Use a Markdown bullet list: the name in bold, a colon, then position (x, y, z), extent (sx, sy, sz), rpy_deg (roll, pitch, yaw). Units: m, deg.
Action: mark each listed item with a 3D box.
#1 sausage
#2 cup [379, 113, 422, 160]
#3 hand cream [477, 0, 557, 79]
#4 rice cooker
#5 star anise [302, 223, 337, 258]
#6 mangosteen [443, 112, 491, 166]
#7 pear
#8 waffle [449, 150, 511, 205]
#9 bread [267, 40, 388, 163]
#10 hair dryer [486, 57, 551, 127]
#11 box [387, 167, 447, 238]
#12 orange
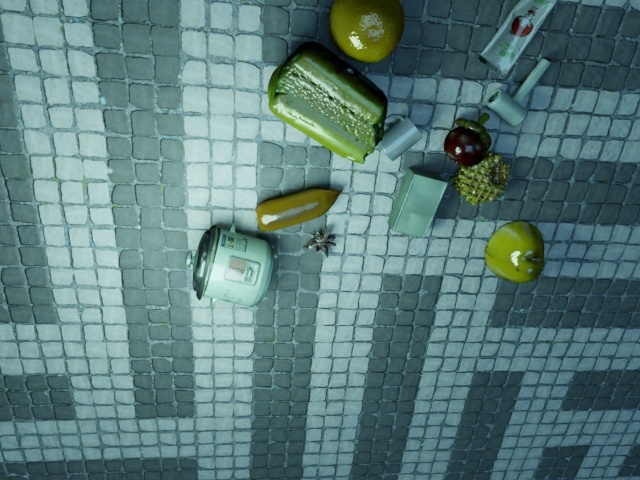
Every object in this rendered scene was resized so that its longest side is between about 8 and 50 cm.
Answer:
- **sausage**: position (-0.069, -0.118, 1.637), extent (0.328, 0.112, 0.112), rpy_deg (-16, 116, -1)
- **cup**: position (0.251, -0.357, 1.563), extent (0.133, 0.099, 0.136), rpy_deg (-38, 102, 13)
- **hand cream**: position (0.644, -0.689, 1.472), extent (0.121, 0.076, 0.336), rpy_deg (26, 117, -16)
- **rice cooker**: position (-0.318, 0.091, 1.623), extent (0.317, 0.264, 0.316), rpy_deg (-1, 95, -16)
- **star anise**: position (0.009, -0.008, 1.721), extent (0.124, 0.056, 0.129), rpy_deg (24, 111, -16)
- **mangosteen**: position (0.500, -0.338, 1.563), extent (0.156, 0.145, 0.181), rpy_deg (33, 124, 0)
- **pear**: position (0.772, 0.075, 1.787), extent (0.267, 0.178, 0.266), rpy_deg (-1, 117, -1)
- **waffle**: position (0.586, -0.226, 1.676), extent (0.197, 0.070, 0.193), rpy_deg (-42, 112, 14)
- **bread**: position (0.029, -0.432, 1.436), extent (0.377, 0.208, 0.251), rpy_deg (28, 116, -18)
- **hair dryer**: position (0.677, -0.512, 1.553), extent (0.131, 0.073, 0.236), rpy_deg (33, 105, -18)
- **box**: position (0.347, -0.134, 1.684), extent (0.130, 0.086, 0.225), rpy_deg (12, 114, -13)
- **orange**: position (0.132, -0.627, 1.344), extent (0.236, 0.236, 0.236), rpy_deg (-3, 116, -5)
